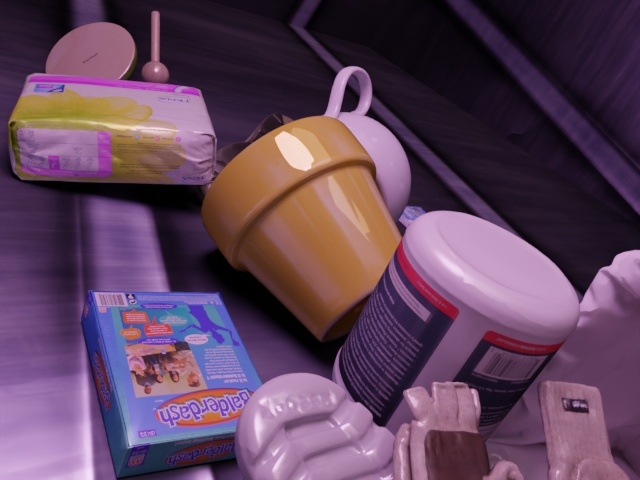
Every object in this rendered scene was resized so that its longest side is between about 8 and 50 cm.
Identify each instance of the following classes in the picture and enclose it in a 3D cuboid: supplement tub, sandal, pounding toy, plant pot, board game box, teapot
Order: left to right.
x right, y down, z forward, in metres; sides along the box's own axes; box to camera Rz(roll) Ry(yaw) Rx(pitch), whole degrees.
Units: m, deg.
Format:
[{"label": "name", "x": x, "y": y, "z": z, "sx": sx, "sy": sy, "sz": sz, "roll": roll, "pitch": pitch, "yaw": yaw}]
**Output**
[{"label": "pounding toy", "x": -0.415, "y": -0.339, "z": 1.167, "sx": 0.237, "sy": 0.110, "sz": 0.182, "roll": -12, "pitch": 66, "yaw": 3}, {"label": "board game box", "x": -0.154, "y": 0.138, "z": 0.618, "sx": 0.160, "sy": 0.047, "sz": 0.210, "roll": 5, "pitch": 33, "yaw": -35}, {"label": "sandal", "x": -0.123, "y": -0.137, "z": 1.083, "sx": 0.120, "sy": 0.086, "sz": 0.302, "roll": 45, "pitch": 43, "yaw": -4}, {"label": "plant pot", "x": 0.000, "y": 0.000, "z": 0.807, "sx": 0.254, "sy": 0.254, "sz": 0.239, "roll": -12, "pitch": 60, "yaw": -50}, {"label": "teapot", "x": 0.059, "y": -0.130, "z": 1.027, "sx": 0.252, "sy": 0.256, "sz": 0.187, "roll": 44, "pitch": 46, "yaw": -3}, {"label": "sandal", "x": 0.073, "y": 0.293, "z": 0.465, "sx": 0.169, "sy": 0.102, "sz": 0.416, "roll": -17, "pitch": 64, "yaw": -41}, {"label": "board game box", "x": 0.214, "y": -0.044, "z": 1.280, "sx": 0.090, "sy": 0.020, "sz": 0.090, "roll": -1, "pitch": 37, "yaw": -39}, {"label": "supplement tub", "x": 0.129, "y": 0.122, "z": 0.635, "sx": 0.191, "sy": 0.272, "sz": 0.191, "roll": 20, "pitch": 28, "yaw": -11}]

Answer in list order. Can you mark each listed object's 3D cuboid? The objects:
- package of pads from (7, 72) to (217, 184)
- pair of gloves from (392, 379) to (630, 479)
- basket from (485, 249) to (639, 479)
[{"label": "package of pads", "x": -0.324, "y": -0.180, "z": 0.928, "sx": 0.297, "sy": 0.101, "sz": 0.229, "roll": 0, "pitch": 33, "yaw": -19}, {"label": "pair of gloves", "x": 0.168, "y": 0.219, "z": 0.482, "sx": 0.240, "sy": 0.042, "sz": 0.204, "roll": 6, "pitch": 59, "yaw": -25}, {"label": "basket", "x": 0.395, "y": 0.242, "z": 0.589, "sx": 0.267, "sy": 0.331, "sz": 0.328, "roll": 12, "pitch": 30, "yaw": -28}]
